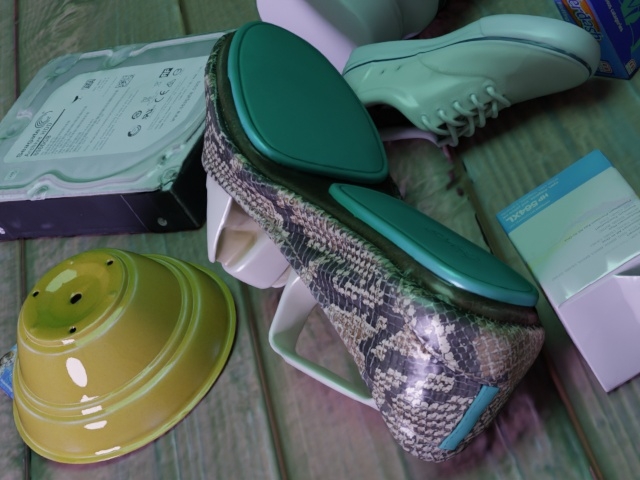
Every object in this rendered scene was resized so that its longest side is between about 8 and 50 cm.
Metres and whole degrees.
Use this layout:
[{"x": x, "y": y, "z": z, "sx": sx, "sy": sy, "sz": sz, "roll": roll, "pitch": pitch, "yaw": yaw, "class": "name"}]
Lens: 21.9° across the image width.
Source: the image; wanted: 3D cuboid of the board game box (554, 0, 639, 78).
[{"x": 0.268, "y": -0.263, "z": 1.367, "sx": 0.047, "sy": 0.160, "sz": 0.210, "roll": 16, "pitch": 60, "yaw": 49, "class": "board game box"}]

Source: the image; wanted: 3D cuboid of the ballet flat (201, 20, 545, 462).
[{"x": 0.000, "y": 0.000, "z": 1.281, "sx": 0.182, "sy": 0.164, "sz": 0.483, "roll": -63, "pitch": 35, "yaw": 20, "class": "ballet flat"}]

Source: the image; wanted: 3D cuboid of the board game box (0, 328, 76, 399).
[{"x": -0.246, "y": 0.109, "z": 1.487, "sx": 0.090, "sy": 0.020, "sz": 0.090, "roll": -43, "pitch": 35, "yaw": -13, "class": "board game box"}]

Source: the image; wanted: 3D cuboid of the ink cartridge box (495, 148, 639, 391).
[{"x": 0.197, "y": 0.024, "z": 1.135, "sx": 0.090, "sy": 0.092, "sz": 0.143, "roll": -32, "pitch": 33, "yaw": 5, "class": "ink cartridge box"}]

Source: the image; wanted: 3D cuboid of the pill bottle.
[{"x": 0.072, "y": -0.295, "z": 1.576, "sx": 0.161, "sy": 0.161, "sz": 0.283, "roll": 8, "pitch": 52, "yaw": 46, "class": "pill bottle"}]

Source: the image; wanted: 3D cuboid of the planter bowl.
[{"x": -0.186, "y": 0.073, "z": 1.393, "sx": 0.217, "sy": 0.090, "sz": 0.217, "roll": -17, "pitch": 43, "yaw": 16, "class": "planter bowl"}]

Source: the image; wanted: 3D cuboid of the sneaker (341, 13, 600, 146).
[{"x": 0.121, "y": -0.124, "z": 1.406, "sx": 0.258, "sy": 0.094, "sz": 0.091, "roll": -7, "pitch": 60, "yaw": 43, "class": "sneaker"}]

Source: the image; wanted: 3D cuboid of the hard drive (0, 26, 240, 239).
[{"x": -0.207, "y": -0.108, "z": 1.683, "sx": 0.339, "sy": 0.064, "sz": 0.237, "roll": -3, "pitch": 45, "yaw": 41, "class": "hard drive"}]
